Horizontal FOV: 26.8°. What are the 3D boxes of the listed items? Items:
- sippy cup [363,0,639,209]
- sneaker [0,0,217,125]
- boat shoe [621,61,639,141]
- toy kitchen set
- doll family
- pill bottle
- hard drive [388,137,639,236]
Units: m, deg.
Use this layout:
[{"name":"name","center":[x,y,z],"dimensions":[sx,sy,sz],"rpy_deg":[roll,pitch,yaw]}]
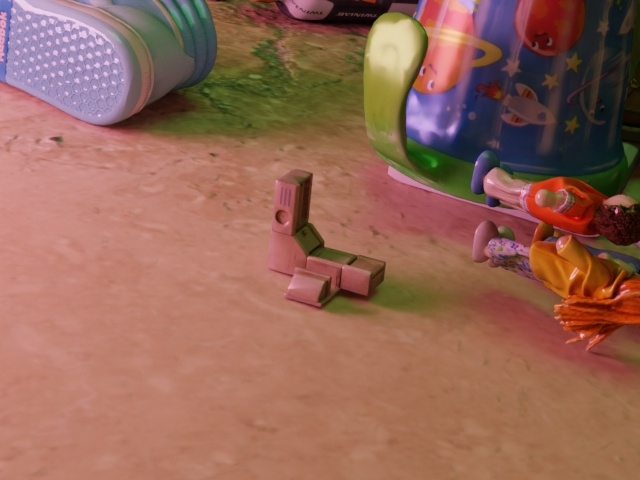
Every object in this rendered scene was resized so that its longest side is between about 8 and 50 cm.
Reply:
[{"name":"sippy cup","center":[0.175,-0.172,1.176],"dimensions":[0.240,0.224,0.305],"rpy_deg":[14,25,6]},{"name":"sneaker","center":[-0.243,-0.223,1.342],"dimensions":[0.319,0.127,0.208],"rpy_deg":[33,33,23]},{"name":"boat shoe","center":[0.275,-0.173,1.365],"dimensions":[0.307,0.104,0.110],"rpy_deg":[6,24,-10]},{"name":"toy kitchen set","center":[0.000,0.000,0.993],"dimensions":[0.083,0.075,0.068],"rpy_deg":[15,25,20]},{"name":"doll family","center":[0.225,0.024,1.027],"dimensions":[0.163,0.118,0.263],"rpy_deg":[22,7,39]},{"name":"pill bottle","center":[0.024,-0.344,1.717],"dimensions":[0.246,0.130,0.130],"rpy_deg":[-3,27,-27]},{"name":"hard drive","center":[0.210,-0.094,1.344],"dimensions":[0.203,0.040,0.307],"rpy_deg":[17,25,15]}]
